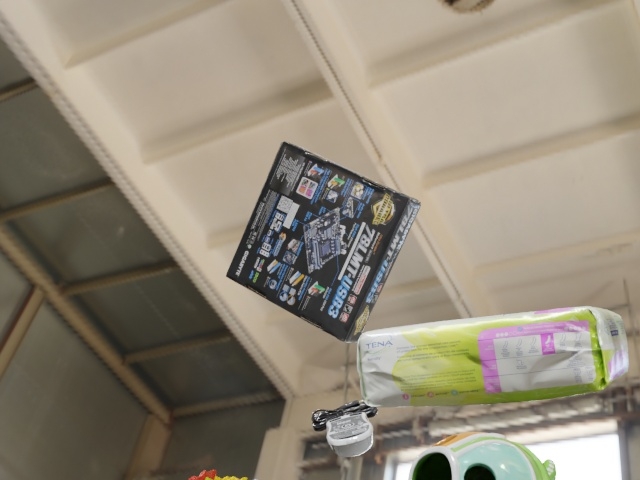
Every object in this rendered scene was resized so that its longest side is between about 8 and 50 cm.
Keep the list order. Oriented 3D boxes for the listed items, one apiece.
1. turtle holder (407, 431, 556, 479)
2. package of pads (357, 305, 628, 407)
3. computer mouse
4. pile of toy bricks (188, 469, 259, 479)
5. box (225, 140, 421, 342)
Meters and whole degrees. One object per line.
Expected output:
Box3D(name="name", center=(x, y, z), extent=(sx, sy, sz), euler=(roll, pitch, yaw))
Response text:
Box3D(name="turtle holder", center=(0.257, 0.482, 1.589), extent=(0.227, 0.320, 0.243), euler=(29, -17, -32))
Box3D(name="package of pads", center=(0.215, 0.145, 1.148), extent=(0.297, 0.101, 0.229), euler=(-9, -8, 23))
Box3D(name="computer mouse", center=(0.040, 0.284, 1.377), extent=(0.106, 0.193, 0.042), euler=(-13, -84, 0))
Box3D(name="pile of toy bricks", center=(-0.163, 0.407, 1.308), extent=(0.105, 0.212, 0.118), euler=(31, -45, -19))
Box3D(name="box", center=(0.000, 0.000, 1.760), extent=(0.293, 0.073, 0.295), euler=(26, -84, 25))
